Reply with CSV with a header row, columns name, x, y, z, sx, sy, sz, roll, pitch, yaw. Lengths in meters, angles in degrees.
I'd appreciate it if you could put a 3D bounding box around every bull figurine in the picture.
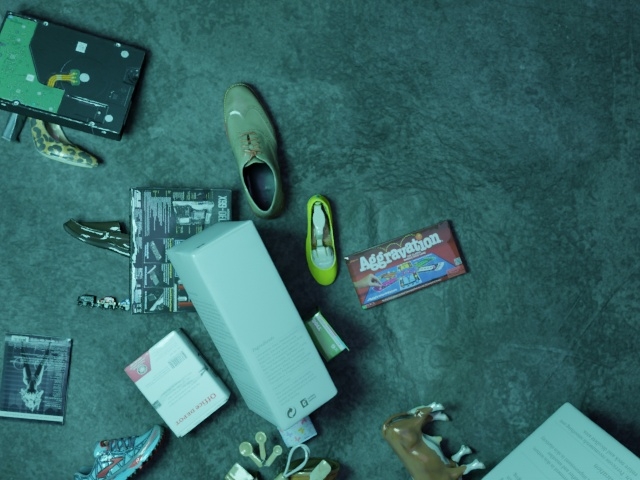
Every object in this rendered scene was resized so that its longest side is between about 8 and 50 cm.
name,x,y,z,sx,sy,sz,roll,pitch,yaw
bull figurine,0.288,0.556,1.738,0.188,0.101,0.310,-35,94,-5

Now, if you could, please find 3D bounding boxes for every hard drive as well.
name,x,y,z,sx,sy,sz,roll,pitch,yaw
hard drive,-0.619,-0.395,1.666,0.339,0.064,0.236,14,73,-10

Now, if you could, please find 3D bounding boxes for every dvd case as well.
name,x,y,z,sx,sy,sz,roll,pitch,yaw
dvd case,-0.719,0.348,1.739,0.165,0.018,0.221,6,90,-3

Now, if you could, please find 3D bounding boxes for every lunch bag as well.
name,x,y,z,sx,sy,sz,roll,pitch,yaw
lunch bag,-0.062,0.474,1.747,0.083,0.053,0.071,-28,94,-11

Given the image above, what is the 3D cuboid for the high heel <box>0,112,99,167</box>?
name,x,y,z,sx,sy,sz,roll,pitch,yaw
high heel,-0.642,-0.295,1.696,0.261,0.093,0.186,22,92,3

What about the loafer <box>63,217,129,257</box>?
name,x,y,z,sx,sy,sz,roll,pitch,yaw
loafer,-0.525,-0.016,1.717,0.220,0.080,0.078,21,86,-12

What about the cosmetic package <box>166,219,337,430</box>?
name,x,y,z,sx,sy,sz,roll,pitch,yaw
cosmetic package,-0.162,0.188,1.597,0.161,0.230,0.453,-31,104,-23

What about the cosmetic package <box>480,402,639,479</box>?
name,x,y,z,sx,sy,sz,roll,pitch,yaw
cosmetic package,0.599,0.669,1.599,0.394,0.329,0.327,-42,111,-1

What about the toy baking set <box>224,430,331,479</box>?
name,x,y,z,sx,sy,sz,roll,pitch,yaw
toy baking set,-0.110,0.574,1.664,0.256,0.030,0.196,11,89,17

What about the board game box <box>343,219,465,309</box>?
name,x,y,z,sx,sy,sz,roll,pitch,yaw
board game box,0.215,0.062,1.764,0.281,0.027,0.145,-20,90,-2

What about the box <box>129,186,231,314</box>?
name,x,y,z,sx,sy,sz,roll,pitch,yaw
box,-0.343,0.023,1.688,0.243,0.076,0.307,-1,91,-19

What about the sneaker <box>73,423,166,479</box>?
name,x,y,z,sx,sy,sz,roll,pitch,yaw
sneaker,-0.502,0.535,1.707,0.262,0.104,0.125,-42,90,-1

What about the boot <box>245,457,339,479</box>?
name,x,y,z,sx,sy,sz,roll,pitch,yaw
boot,-0.066,0.674,1.718,0.284,0.109,0.220,-16,90,1

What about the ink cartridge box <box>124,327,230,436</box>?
name,x,y,z,sx,sy,sz,roll,pitch,yaw
ink cartridge box,-0.350,0.350,1.715,0.159,0.092,0.218,-38,90,-1

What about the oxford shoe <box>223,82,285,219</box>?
name,x,y,z,sx,sy,sz,roll,pitch,yaw
oxford shoe,-0.158,-0.225,1.695,0.123,0.130,0.348,-18,91,-2

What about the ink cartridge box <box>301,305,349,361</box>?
name,x,y,z,sx,sy,sz,roll,pitch,yaw
ink cartridge box,0.007,0.226,1.667,0.062,0.209,0.109,-37,92,-2

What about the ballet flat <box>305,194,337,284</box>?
name,x,y,z,sx,sy,sz,roll,pitch,yaw
ballet flat,0.000,0.000,1.730,0.077,0.077,0.230,-5,91,-3

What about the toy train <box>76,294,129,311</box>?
name,x,y,z,sx,sy,sz,roll,pitch,yaw
toy train,-0.534,0.157,1.740,0.158,0.027,0.036,7,80,-2
